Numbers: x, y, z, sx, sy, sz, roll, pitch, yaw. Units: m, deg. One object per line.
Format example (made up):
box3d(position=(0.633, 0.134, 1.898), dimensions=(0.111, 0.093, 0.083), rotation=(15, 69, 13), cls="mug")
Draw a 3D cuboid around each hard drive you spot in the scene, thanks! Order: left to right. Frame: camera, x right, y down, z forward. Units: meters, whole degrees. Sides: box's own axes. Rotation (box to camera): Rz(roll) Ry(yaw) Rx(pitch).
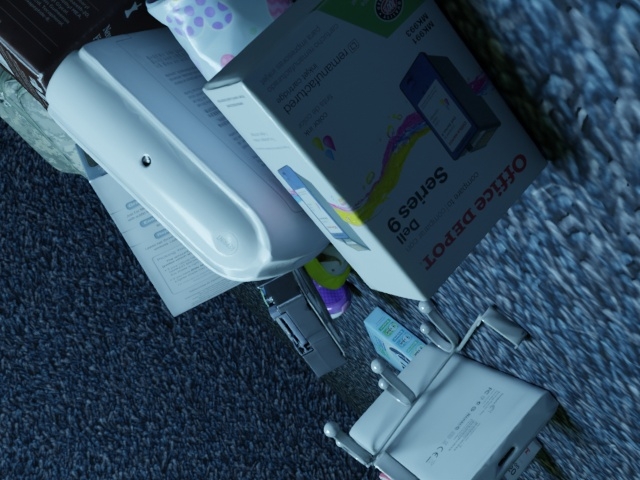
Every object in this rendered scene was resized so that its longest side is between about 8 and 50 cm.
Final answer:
box3d(position=(-0.071, 0.023, 1.282), dimensions=(0.339, 0.064, 0.237), rotation=(64, -178, 37), cls="hard drive")
box3d(position=(0.181, 0.264, 1.204), dimensions=(0.040, 0.203, 0.307), rotation=(48, 167, -19), cls="hard drive")

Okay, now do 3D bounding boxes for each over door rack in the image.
box3d(position=(0.120, 0.193, 1.099), dimensions=(0.108, 0.239, 0.324), rotation=(38, 168, 1), cls="over door rack")

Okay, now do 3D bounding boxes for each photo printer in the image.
box3d(position=(-0.107, -0.097, 0.904), dimensions=(0.307, 0.107, 0.256), rotation=(43, -150, 4), cls="photo printer")

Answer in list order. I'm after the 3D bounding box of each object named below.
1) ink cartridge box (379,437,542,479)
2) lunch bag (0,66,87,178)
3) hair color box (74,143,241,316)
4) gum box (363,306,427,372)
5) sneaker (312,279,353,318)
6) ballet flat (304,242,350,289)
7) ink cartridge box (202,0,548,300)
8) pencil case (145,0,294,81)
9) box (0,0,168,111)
box3d(position=(0.227, 0.352, 1.314), dimensions=(0.158, 0.218, 0.092), rotation=(49, 161, -21), cls="ink cartridge box")
box3d(position=(-0.400, -0.246, 1.424), dimensions=(0.256, 0.212, 0.305), rotation=(13, 152, 34), cls="lunch bag")
box3d(position=(-0.255, -0.046, 1.438), dimensions=(0.113, 0.185, 0.374), rotation=(57, 171, 40), cls="hair color box")
box3d(position=(0.167, 0.213, 1.462), dimensions=(0.184, 0.041, 0.157), rotation=(37, 165, 27), cls="gum box")
box3d(position=(-0.041, 0.051, 1.497), dimensions=(0.236, 0.095, 0.104), rotation=(38, 159, 31), cls="sneaker")
box3d(position=(0.000, 0.000, 1.240), dimensions=(0.077, 0.077, 0.231), rotation=(9, 144, 43), cls="ballet flat")
box3d(position=(0.045, -0.083, 0.613), dimensions=(0.212, 0.154, 0.093), rotation=(50, 165, -22), cls="ink cartridge box")
box3d(position=(-0.036, -0.149, 0.761), dimensions=(0.273, 0.113, 0.124), rotation=(50, -165, -27), cls="pencil case")
box3d(position=(-0.285, -0.271, 0.935), dimensions=(0.167, 0.203, 0.168), rotation=(43, 168, 5), cls="box")
